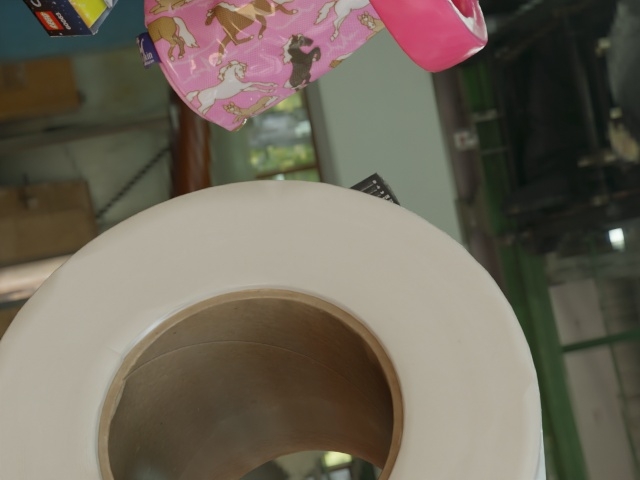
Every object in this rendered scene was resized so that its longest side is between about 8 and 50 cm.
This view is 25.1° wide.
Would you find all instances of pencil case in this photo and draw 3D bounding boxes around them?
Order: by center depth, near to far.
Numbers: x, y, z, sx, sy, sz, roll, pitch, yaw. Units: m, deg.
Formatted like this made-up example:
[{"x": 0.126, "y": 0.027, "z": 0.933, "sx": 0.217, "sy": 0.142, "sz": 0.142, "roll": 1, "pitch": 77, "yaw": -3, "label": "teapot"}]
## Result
[{"x": 0.002, "y": -0.273, "z": 1.412, "sx": 0.167, "sy": 0.386, "sz": 0.160, "roll": 42, "pitch": 21, "yaw": -42, "label": "pencil case"}]

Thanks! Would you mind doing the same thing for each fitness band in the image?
[{"x": 0.027, "y": -0.247, "z": 0.960, "sx": 0.291, "sy": 0.054, "sz": 0.209, "roll": 57, "pitch": 15, "yaw": -18, "label": "fitness band"}]

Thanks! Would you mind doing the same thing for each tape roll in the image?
[{"x": -0.018, "y": 0.117, "z": 0.659, "sx": 0.169, "sy": 0.246, "sz": 0.246, "roll": 73, "pitch": -2, "yaw": -56, "label": "tape roll"}]

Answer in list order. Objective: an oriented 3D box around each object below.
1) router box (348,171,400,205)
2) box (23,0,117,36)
[{"x": 0.000, "y": 0.000, "z": 1.233, "sx": 0.038, "sy": 0.122, "sz": 0.092, "roll": 55, "pitch": -30, "yaw": 8, "label": "router box"}, {"x": -0.173, "y": -0.261, "z": 0.865, "sx": 0.044, "sy": 0.159, "sz": 0.233, "roll": 4, "pitch": -38, "yaw": 37, "label": "box"}]
